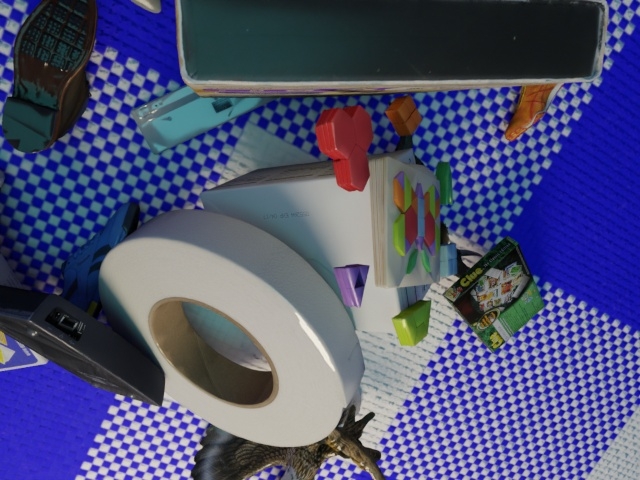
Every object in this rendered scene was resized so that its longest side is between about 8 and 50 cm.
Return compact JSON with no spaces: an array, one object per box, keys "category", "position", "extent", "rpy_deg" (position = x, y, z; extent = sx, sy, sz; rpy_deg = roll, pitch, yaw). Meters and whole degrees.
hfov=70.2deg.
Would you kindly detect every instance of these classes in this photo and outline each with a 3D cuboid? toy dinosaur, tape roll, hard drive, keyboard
[{"category":"toy dinosaur","position":[0.138,-0.056,0.725],"extent":[0.120,0.160,0.314],"rpy_deg":[-19,98,34]},{"category":"tape roll","position":[-0.133,0.139,0.641],"extent":[0.391,0.072,0.393],"rpy_deg":[15,129,19]},{"category":"hard drive","position":[-0.340,0.150,0.640],"extent":[0.171,0.054,0.255],"rpy_deg":[3,142,28]},{"category":"keyboard","position":[-0.152,-0.215,0.686],"extent":[0.255,0.014,0.072],"rpy_deg":[-25,113,-1]}]

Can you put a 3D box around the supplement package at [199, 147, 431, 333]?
[{"category":"supplement package","position":[0.000,0.000,0.636],"extent":[0.261,0.145,0.204],"rpy_deg":[-2,110,30]}]

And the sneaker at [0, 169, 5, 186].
[{"category":"sneaker","position":[-0.579,-0.072,0.584],"extent":[0.255,0.094,0.151],"rpy_deg":[26,104,-38]}]

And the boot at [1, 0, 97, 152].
[{"category":"boot","position":[-0.351,-0.225,0.608],"extent":[0.082,0.106,0.220],"rpy_deg":[24,95,-19]}]

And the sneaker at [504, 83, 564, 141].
[{"category":"sneaker","position":[0.347,-0.241,0.739],"extent":[0.067,0.064,0.175],"rpy_deg":[33,94,4]}]

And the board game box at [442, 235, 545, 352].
[{"category":"board game box","position":[0.304,0.103,0.775],"extent":[0.136,0.030,0.259],"rpy_deg":[-45,137,2]}]

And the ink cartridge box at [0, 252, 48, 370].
[{"category":"ink cartridge box","position":[-0.584,0.084,0.618],"extent":[0.306,0.072,0.304],"rpy_deg":[-7,132,-6]}]

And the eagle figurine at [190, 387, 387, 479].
[{"category":"eagle figurine","position":[-0.051,0.387,0.805],"extent":[0.298,0.225,0.227],"rpy_deg":[-31,66,31]}]

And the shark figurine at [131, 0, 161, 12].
[{"category":"shark figurine","position":[-0.354,-0.371,0.558],"extent":[0.277,0.116,0.167],"rpy_deg":[-7,105,-9]}]

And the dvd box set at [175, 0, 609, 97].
[{"category":"dvd box set","position":[0.016,-0.190,0.494],"extent":[0.307,0.420,0.062],"rpy_deg":[-4,107,-11]}]

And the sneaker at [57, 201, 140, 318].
[{"category":"sneaker","position":[-0.346,0.027,0.693],"extent":[0.082,0.069,0.210],"rpy_deg":[27,100,-11]}]

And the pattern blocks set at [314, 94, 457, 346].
[{"category":"pattern blocks set","position":[0.104,-0.022,0.527],"extent":[0.026,0.324,0.286],"rpy_deg":[-1,103,32]}]
